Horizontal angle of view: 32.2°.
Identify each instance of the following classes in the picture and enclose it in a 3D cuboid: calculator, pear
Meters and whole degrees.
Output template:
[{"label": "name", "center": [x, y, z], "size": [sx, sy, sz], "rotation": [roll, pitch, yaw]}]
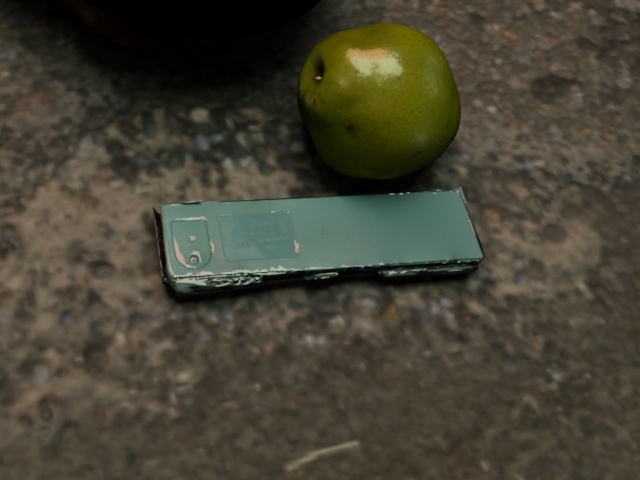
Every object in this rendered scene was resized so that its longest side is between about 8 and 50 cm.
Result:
[{"label": "calculator", "center": [0.000, 0.000, 0.583], "size": [0.172, 0.018, 0.057], "rotation": [-5, 58, -14]}, {"label": "pear", "center": [0.034, -0.072, 0.601], "size": [0.097, 0.092, 0.092], "rotation": [9, 52, -26]}]

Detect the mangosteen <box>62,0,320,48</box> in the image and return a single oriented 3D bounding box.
[{"label": "mangosteen", "center": [-0.094, -0.205, 0.617], "size": [0.250, 0.211, 0.211], "rotation": [-14, 53, 18]}]
